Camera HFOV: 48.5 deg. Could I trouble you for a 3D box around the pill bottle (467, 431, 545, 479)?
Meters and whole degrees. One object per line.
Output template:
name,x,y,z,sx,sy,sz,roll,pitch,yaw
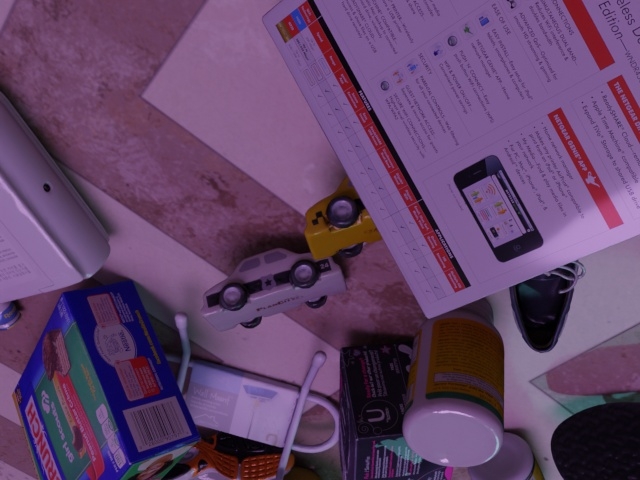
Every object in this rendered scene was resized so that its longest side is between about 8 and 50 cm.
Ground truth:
pill bottle,0.307,0.396,1.124,0.103,0.103,0.184,-13,125,24

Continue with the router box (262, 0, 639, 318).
router box,0.150,-0.135,0.627,0.301,0.082,0.336,-27,92,34

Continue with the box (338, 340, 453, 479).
box,0.100,0.286,1.029,0.142,0.163,0.247,-4,130,-6

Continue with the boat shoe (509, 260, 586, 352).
boat shoe,0.259,0.027,0.839,0.095,0.079,0.255,3,130,12

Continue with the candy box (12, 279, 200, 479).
candy box,-0.337,0.260,1.064,0.122,0.268,0.317,-8,148,-42

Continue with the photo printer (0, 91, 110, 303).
photo printer,-0.460,-0.060,0.927,0.256,0.107,0.308,-14,124,24

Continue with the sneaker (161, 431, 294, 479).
sneaker,-0.164,0.393,1.262,0.262,0.099,0.121,-5,148,16

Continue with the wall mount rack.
wall mount rack,-0.126,0.241,1.088,0.349,0.130,0.304,15,113,0

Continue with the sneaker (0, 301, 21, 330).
sneaker,-0.552,0.108,1.131,0.144,0.053,0.059,-3,130,6

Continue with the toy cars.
toy cars,0.000,0.000,0.873,0.176,0.087,0.393,7,146,-43

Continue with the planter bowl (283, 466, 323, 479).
planter bowl,-0.053,0.464,1.269,0.217,0.090,0.217,3,141,3

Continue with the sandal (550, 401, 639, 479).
sandal,0.548,0.313,0.966,0.445,0.168,0.107,-3,157,18

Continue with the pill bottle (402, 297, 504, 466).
pill bottle,0.171,0.164,0.891,0.117,0.208,0.118,7,130,8
